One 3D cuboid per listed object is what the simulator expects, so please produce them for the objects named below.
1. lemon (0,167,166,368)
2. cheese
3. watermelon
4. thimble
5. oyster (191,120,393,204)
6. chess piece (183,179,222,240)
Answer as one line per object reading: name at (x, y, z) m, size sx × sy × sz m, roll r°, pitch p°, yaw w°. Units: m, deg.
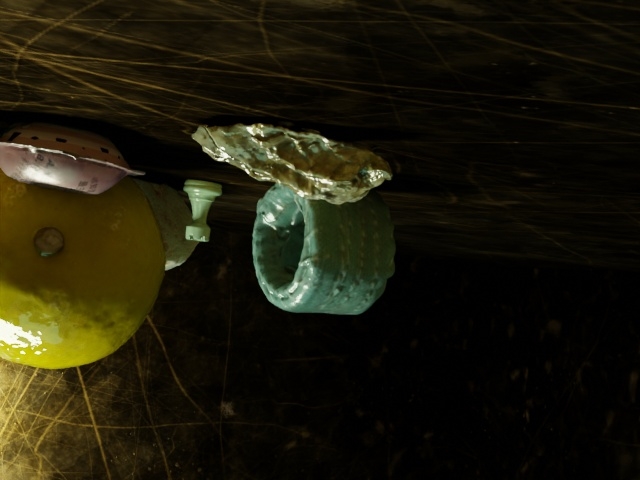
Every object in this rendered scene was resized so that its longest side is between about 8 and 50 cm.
lemon at (-0.383, 0.022, 1.334) m, size 0.348 × 0.348 × 0.348 m, roll 6°, pitch 177°, yaw 0°
cheese at (-0.356, -0.108, 1.128) m, size 0.286 × 0.074 × 0.189 m, roll 11°, pitch 175°, yaw -23°
watermelon at (-0.344, -0.018, 1.710) m, size 0.258 × 0.228 × 0.387 m, roll -2°, pitch 171°, yaw -17°
thimble at (0.000, 0.000, 1.342) m, size 0.143 × 0.198 × 0.235 m, roll 6°, pitch -153°, yaw -29°
oyster at (-0.035, -0.081, 0.976) m, size 0.209 × 0.072 × 0.133 m, roll 8°, pitch 174°, yaw -4°
chess piece at (-0.209, -0.051, 1.621) m, size 0.067 × 0.103 × 0.067 m, roll 7°, pitch 178°, yaw 0°
